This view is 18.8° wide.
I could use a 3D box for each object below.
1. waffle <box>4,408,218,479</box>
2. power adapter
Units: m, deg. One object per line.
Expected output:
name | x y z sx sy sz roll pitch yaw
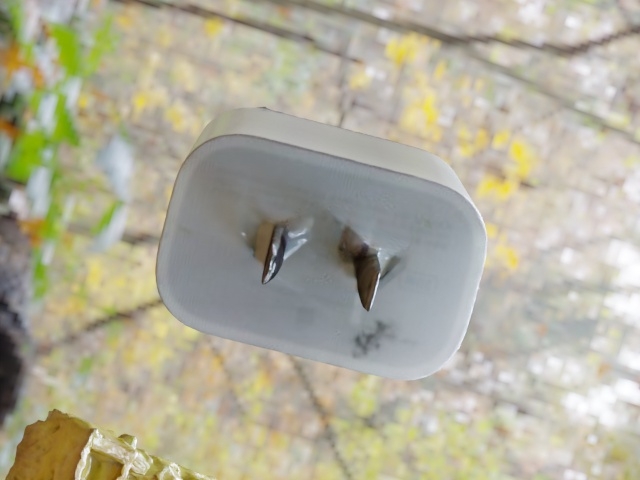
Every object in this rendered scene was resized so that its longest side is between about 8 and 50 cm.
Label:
waffle | -0.125 0.237 1.165 0.057 0.219 0.229 14 -101 40
power adapter | 0.000 0.000 1.168 0.255 0.187 0.124 -88 -168 -82
